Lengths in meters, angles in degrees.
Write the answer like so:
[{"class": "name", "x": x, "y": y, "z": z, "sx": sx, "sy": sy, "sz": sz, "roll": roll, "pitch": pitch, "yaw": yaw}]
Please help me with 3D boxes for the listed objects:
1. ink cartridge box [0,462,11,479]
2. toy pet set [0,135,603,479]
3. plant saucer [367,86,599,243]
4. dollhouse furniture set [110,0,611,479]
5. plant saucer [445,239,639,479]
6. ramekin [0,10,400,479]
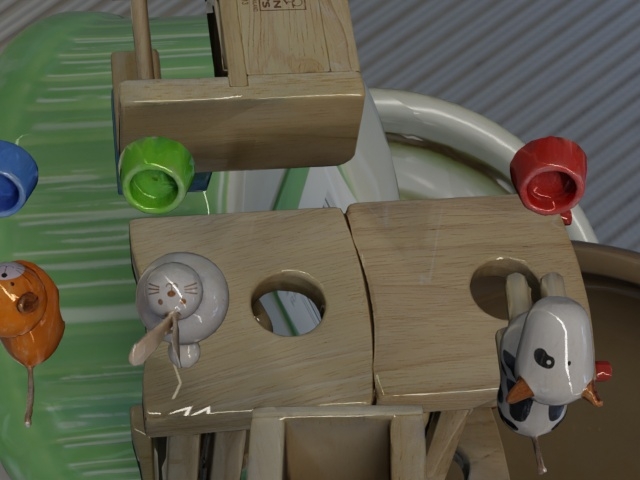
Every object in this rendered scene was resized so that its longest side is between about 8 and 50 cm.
[{"class": "ink cartridge box", "x": -0.175, "y": 0.188, "z": 1.047, "sx": 0.104, "sy": 0.062, "sz": 0.181, "roll": 45, "pitch": 63, "yaw": -45}, {"class": "toy pet set", "x": -0.007, "y": 0.043, "z": 0.321, "sx": 0.122, "sy": 0.065, "sz": 0.114, "roll": -1, "pitch": 130, "yaw": 3}, {"class": "plant saucer", "x": 0.019, "y": 0.081, "z": 1.220, "sx": 0.400, "sy": 0.100, "sz": 0.400, "roll": -2, "pitch": 101, "yaw": -11}, {"class": "dollhouse furniture set", "x": 0.000, "y": 0.000, "z": 0.531, "sx": 0.129, "sy": 0.129, "sz": 0.183, "roll": -3, "pitch": 58, "yaw": -9}, {"class": "plant saucer", "x": 0.106, "y": 0.128, "z": 0.620, "sx": 0.041, "sy": 0.278, "sz": 0.278, "roll": -30, "pitch": 103, "yaw": -54}, {"class": "ramekin", "x": -0.061, "y": 0.014, "z": 0.916, "sx": 0.148, "sy": 0.303, "sz": 0.303, "roll": -4, "pitch": 93, "yaw": 22}]
